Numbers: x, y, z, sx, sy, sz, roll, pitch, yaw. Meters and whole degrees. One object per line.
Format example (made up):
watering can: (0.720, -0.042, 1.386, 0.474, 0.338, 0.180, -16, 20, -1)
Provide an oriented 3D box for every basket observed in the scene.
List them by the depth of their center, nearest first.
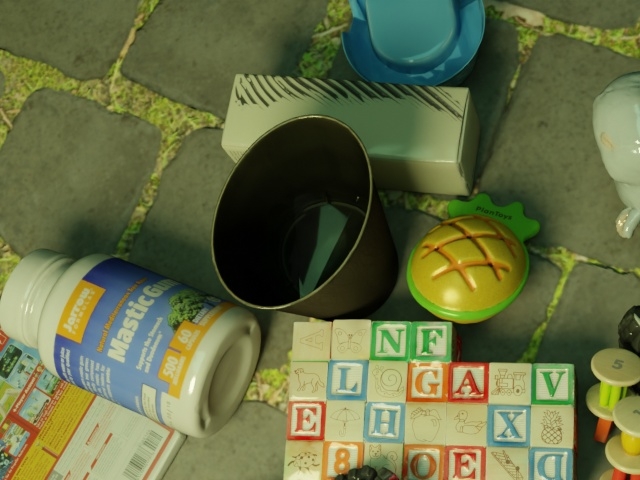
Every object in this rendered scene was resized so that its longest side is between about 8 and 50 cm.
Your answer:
basket: (0.000, 0.000, 1.298, 0.154, 0.227, 0.204, 21, 81, 20)

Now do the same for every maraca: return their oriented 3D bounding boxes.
maraca: (0.165, 0.016, 1.317, 0.127, 0.099, 0.186, 18, 49, 17)

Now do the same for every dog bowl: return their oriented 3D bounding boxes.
dog bowl: (0.103, -0.298, 1.442, 0.165, 0.074, 0.297, -13, 72, 12)

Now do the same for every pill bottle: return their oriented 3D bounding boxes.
pill bottle: (-0.217, 0.103, 1.367, 0.272, 0.152, 0.152, 20, 80, 19)

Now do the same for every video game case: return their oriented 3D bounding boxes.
video game case: (-0.320, 0.242, 1.423, 0.285, 0.025, 0.204, 28, 83, 21)

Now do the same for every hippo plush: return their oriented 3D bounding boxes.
hippo plush: (0.414, -0.112, 1.246, 0.236, 0.294, 0.234, 5, 60, 43)

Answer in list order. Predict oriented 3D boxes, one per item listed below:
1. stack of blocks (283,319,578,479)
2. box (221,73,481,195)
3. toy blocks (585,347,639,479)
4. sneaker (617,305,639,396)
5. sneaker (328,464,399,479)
stack of blocks: (0.118, 0.177, 1.288, 0.297, 0.087, 0.171, 0, 74, 15)
box: (0.036, -0.120, 1.388, 0.275, 0.113, 0.094, 6, 74, 15)
toy blocks: (0.298, 0.201, 1.226, 0.054, 0.148, 0.123, -4, 38, -5)
sneaker: (0.420, 0.166, 1.218, 0.124, 0.107, 0.283, -32, 68, -15)
sneaker: (-0.019, 0.333, 1.253, 0.299, 0.112, 0.121, -23, 35, 29)
